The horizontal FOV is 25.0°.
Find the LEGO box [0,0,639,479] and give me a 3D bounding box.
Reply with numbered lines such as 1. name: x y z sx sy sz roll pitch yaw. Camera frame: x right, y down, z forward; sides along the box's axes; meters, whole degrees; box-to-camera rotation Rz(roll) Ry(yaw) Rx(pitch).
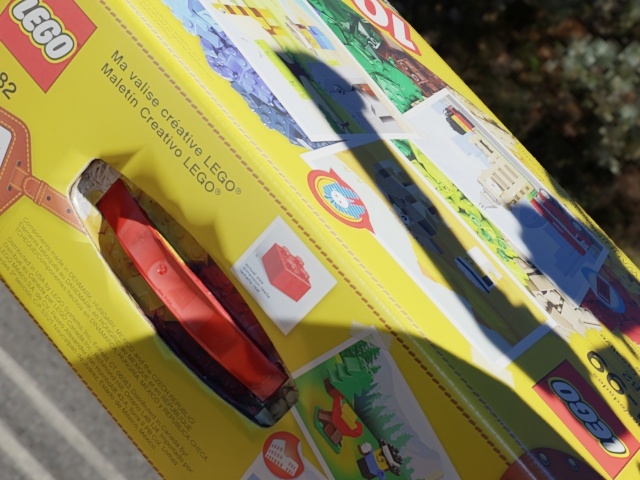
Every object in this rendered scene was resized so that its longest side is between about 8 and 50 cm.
1. LEGO box: 0.000 0.000 0.956 0.500 0.193 0.372 48 25 10
